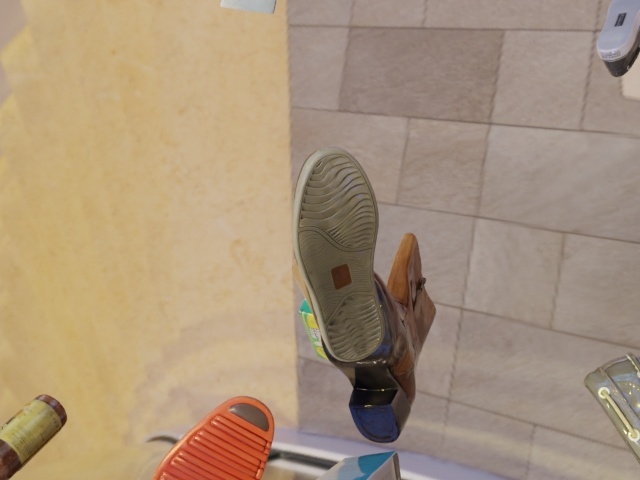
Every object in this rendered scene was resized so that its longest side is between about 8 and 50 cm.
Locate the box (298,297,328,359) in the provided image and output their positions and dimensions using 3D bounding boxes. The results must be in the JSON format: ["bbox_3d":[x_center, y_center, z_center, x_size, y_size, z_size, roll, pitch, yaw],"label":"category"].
[{"bbox_3d":[0.020,0.097,1.311,0.043,0.179,0.105,14,63,19],"label":"box"}]

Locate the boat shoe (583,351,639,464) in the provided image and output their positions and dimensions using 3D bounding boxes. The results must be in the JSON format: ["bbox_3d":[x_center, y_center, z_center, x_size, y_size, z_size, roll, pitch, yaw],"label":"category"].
[{"bbox_3d":[0.363,0.256,0.938,0.091,0.109,0.305,-24,80,11],"label":"boat shoe"}]

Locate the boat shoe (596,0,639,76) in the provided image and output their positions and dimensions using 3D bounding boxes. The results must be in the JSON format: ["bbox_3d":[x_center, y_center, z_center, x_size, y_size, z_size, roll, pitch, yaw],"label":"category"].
[{"bbox_3d":[0.553,-0.375,1.668,0.080,0.076,0.228,0,46,36],"label":"boat shoe"}]

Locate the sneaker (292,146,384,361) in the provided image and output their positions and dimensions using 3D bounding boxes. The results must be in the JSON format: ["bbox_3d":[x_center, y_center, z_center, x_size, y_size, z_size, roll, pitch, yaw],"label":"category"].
[{"bbox_3d":[0.000,0.000,0.908,0.118,0.083,0.222,-128,27,-57],"label":"sneaker"}]

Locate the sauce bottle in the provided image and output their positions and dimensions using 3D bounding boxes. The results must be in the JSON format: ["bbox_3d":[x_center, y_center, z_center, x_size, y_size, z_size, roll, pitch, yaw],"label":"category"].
[{"bbox_3d":[-0.281,0.189,0.840,0.042,0.128,0.042,13,121,22],"label":"sauce bottle"}]

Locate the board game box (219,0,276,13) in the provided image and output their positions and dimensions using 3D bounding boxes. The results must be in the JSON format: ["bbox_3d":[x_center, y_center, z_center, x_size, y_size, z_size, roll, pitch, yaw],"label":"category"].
[{"bbox_3d":[-0.070,-0.467,1.073,0.318,0.066,0.318,-104,24,-54],"label":"board game box"}]

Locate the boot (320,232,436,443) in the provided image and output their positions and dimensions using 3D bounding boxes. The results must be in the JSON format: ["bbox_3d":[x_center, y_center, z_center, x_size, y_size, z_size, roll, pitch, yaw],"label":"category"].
[{"bbox_3d":[0.100,0.078,1.232,0.096,0.280,0.264,-5,123,26],"label":"boot"}]

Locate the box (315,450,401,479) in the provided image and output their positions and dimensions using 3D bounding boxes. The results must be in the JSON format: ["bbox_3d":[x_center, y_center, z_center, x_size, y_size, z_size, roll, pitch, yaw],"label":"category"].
[{"bbox_3d":[0.029,0.264,0.861,0.060,0.244,0.100,-9,84,14],"label":"box"}]

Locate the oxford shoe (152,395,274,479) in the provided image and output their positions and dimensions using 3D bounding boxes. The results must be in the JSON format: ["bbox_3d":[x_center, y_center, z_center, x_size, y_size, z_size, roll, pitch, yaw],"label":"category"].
[{"bbox_3d":[-0.133,0.263,0.980,0.097,0.098,0.271,33,103,-4],"label":"oxford shoe"}]
